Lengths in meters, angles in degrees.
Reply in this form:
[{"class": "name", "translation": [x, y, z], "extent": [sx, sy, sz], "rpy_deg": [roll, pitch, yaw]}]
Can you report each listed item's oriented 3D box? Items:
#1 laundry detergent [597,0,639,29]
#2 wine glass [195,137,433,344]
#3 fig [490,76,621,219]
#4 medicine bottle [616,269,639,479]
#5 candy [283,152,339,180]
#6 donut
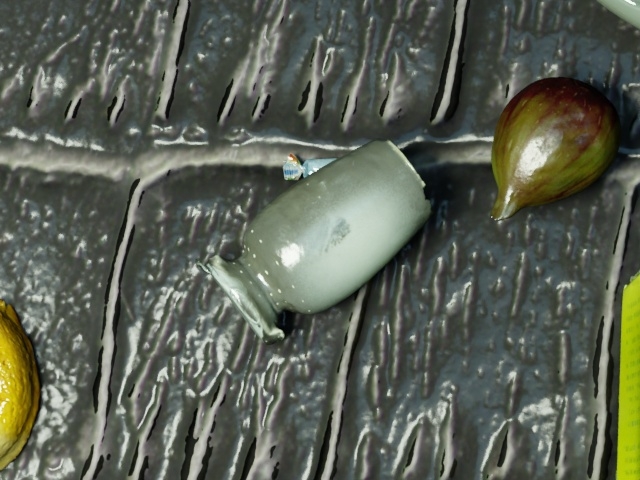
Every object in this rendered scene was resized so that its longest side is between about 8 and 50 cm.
[{"class": "laundry detergent", "translation": [0.368, -0.271, 1.598], "extent": [0.264, 0.125, 0.398], "rpy_deg": [-34, 79, -5]}, {"class": "wine glass", "translation": [0.000, 0.000, 1.550], "extent": [0.204, 0.111, 0.111], "rpy_deg": [-37, 80, -7]}, {"class": "fig", "translation": [0.205, -0.076, 1.570], "extent": [0.109, 0.103, 0.155], "rpy_deg": [20, 69, 27]}, {"class": "medicine bottle", "translation": [0.340, 0.145, 1.501], "extent": [0.137, 0.141, 0.250], "rpy_deg": [5, 77, -1]}, {"class": "candy", "translation": [0.006, -0.069, 1.611], "extent": [0.083, 0.020, 0.030], "rpy_deg": [-4, 79, -1]}, {"class": "donut", "translation": [-0.343, 0.127, 1.545], "extent": [0.174, 0.074, 0.190], "rpy_deg": [-7, 78, -1]}]
